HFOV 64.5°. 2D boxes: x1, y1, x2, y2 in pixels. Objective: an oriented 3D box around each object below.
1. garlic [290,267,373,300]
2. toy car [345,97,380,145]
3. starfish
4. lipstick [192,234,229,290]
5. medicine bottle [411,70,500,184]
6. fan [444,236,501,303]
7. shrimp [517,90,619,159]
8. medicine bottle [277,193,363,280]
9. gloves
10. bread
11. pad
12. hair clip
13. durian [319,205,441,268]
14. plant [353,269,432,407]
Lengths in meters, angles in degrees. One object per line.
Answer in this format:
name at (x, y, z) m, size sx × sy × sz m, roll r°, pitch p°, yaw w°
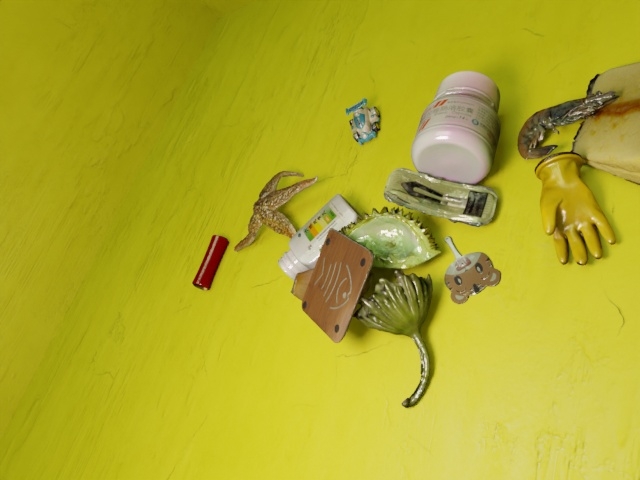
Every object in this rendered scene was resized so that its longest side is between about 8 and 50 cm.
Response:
garlic at (0.037, 0.153, 1.634) m, size 0.318 × 0.112 × 0.143 m, roll -4°, pitch 77°, yaw 31°
toy car at (0.159, -0.460, 1.974) m, size 0.126 × 0.098 × 0.161 m, roll -24°, pitch 46°, yaw 31°
starfish at (-0.171, -0.116, 2.020) m, size 0.384 × 0.132 × 0.397 m, roll 13°, pitch 75°, yaw 42°
lipstick at (-0.468, 0.093, 2.161) m, size 0.080 × 0.080 × 0.241 m, roll 0°, pitch 63°, yaw 42°
medicine bottle at (0.422, -0.339, 1.541) m, size 0.241 × 0.241 × 0.301 m, roll -5°, pitch 51°, yaw 40°
fan at (0.406, 0.067, 1.443) m, size 0.153 × 0.008 × 0.226 m, roll -36°, pitch 45°, yaw 18°
shrimp at (0.667, -0.313, 1.400) m, size 0.296 × 0.058 × 0.169 m, roll -14°, pitch 57°, yaw 60°
medicine bottle at (0.000, 0.000, 1.774) m, size 0.324 × 0.124 × 0.179 m, roll -45°, pitch 43°, yaw 10°
gloves at (0.636, -0.072, 1.275) m, size 0.133 × 0.116 × 0.294 m, roll -26°, pitch 53°, yaw 37°
bread at (0.841, -0.277, 1.285) m, size 0.345 × 0.242 × 0.405 m, roll -58°, pitch 8°, yaw -2°
pad at (0.044, 0.127, 1.507) m, size 0.284 × 0.018 × 0.286 m, roll 34°, pitch 106°, yaw 60°
hair clip at (0.351, -0.121, 1.510) m, size 0.322 × 0.091 × 0.138 m, roll 18°, pitch 66°, yaw 13°
durian at (0.179, 0.011, 1.578) m, size 0.395 × 0.163 × 0.197 m, roll -8°, pitch 75°, yaw 22°
plant at (0.255, 0.250, 1.413) m, size 0.251 × 0.180 × 0.333 m, roll -34°, pitch 76°, yaw 12°
